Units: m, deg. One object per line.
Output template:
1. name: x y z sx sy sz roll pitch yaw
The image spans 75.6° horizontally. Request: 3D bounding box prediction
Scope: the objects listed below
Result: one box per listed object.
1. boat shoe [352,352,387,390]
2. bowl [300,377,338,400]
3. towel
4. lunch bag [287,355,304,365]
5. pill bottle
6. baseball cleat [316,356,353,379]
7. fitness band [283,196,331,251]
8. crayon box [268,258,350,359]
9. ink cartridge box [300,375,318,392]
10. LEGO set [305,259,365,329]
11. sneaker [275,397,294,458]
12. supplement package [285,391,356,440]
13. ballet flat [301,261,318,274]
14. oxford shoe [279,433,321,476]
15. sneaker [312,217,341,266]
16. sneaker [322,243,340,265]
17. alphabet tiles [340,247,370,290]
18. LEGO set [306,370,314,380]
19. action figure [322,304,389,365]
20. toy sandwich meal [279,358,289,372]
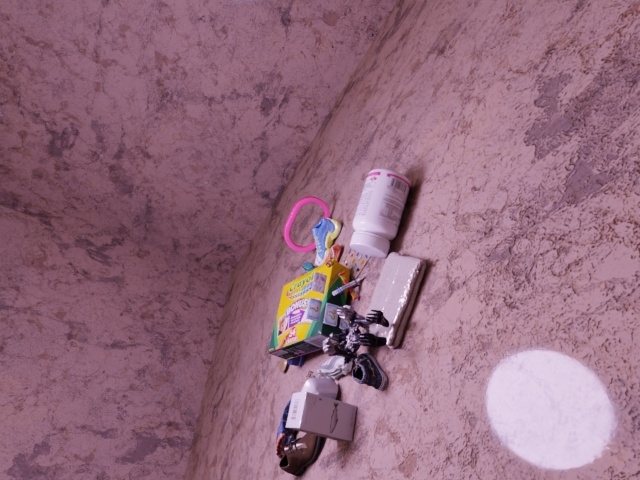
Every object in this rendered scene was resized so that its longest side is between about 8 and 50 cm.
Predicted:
1. boat shoe: 0.128 0.381 1.239 0.065 0.083 0.183 -67 19 1
2. bowl: -0.005 0.532 1.366 0.053 0.142 0.142 26 94 49
3. towel: 0.225 0.177 1.267 0.282 0.049 0.187 -69 21 -2
4. lunch bag: -0.098 0.483 1.762 0.067 0.065 0.098 11 88 67
5. pill bottle: 0.206 -0.093 1.452 0.160 0.160 0.283 -15 54 67
6. baseball cleat: 0.061 0.422 1.427 0.206 0.072 0.109 -37 19 52
7. fitness band: -0.067 -0.080 2.101 0.291 0.209 0.054 -65 20 7
8. crayon box: -0.048 0.284 1.658 0.363 0.106 0.313 -32 38 44
9. ink cartridge box: -0.038 0.582 1.500 0.135 0.056 0.099 -60 20 20
10. LEGO set: 0.058 0.187 1.495 0.060 0.182 0.244 129 157 -56
11. sneaker: -0.127 0.704 1.574 0.221 0.083 0.087 -70 14 -15
12. supplement package: 0.004 0.534 1.251 0.105 0.179 0.105 -38 34 55
13. ballet flat: -0.040 0.150 1.896 0.213 0.072 0.068 -146 41 -77
14. oxford shoe: -0.069 0.706 1.388 0.227 0.096 0.083 -59 18 17
15. sneaker: 0.000 0.000 1.955 0.240 0.126 0.091 -67 19 0
16. sneaker: 0.048 0.100 1.841 0.175 0.064 0.067 -62 -3 2
17. alphabet tiles: 0.146 0.067 1.668 0.237 0.009 0.198 -60 20 20
18. LEGO set: -0.036 0.536 1.613 0.054 0.023 0.083 -60 7 14
19. action figure: 0.090 0.278 1.241 0.275 0.141 0.164 -42 25 58
20. toy sandwich meal: -0.163 0.568 1.904 0.085 0.029 0.085 -51 29 43
